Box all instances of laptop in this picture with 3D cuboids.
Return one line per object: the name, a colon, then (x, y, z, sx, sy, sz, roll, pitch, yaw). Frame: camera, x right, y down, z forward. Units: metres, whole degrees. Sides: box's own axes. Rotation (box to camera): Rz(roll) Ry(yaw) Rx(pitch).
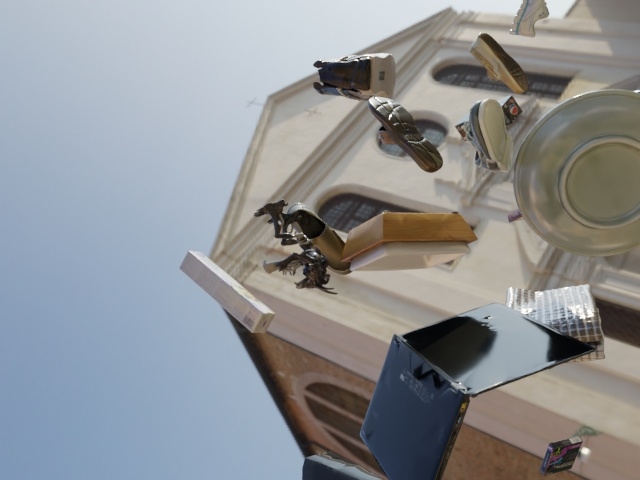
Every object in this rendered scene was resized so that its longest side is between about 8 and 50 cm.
laptop: (0.302, 0.333, 1.317, 0.236, 0.382, 0.408, 18, -86, -14)

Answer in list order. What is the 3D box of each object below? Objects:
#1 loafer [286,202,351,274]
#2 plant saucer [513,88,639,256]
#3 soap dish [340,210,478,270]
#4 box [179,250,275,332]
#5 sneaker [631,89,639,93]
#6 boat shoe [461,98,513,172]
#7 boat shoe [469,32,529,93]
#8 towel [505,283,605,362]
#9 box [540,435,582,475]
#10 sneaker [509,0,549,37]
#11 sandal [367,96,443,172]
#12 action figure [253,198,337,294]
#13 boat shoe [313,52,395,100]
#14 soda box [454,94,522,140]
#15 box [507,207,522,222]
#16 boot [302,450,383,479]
loafer: (0.000, 0.000, 1.711, 0.094, 0.251, 0.087, -47, 2, 0)
plant saucer: (0.655, -0.140, 1.426, 0.100, 0.400, 0.401, -59, -24, -69)
soap dish: (0.228, 0.003, 1.641, 0.290, 0.229, 0.118, 0, -105, -25)
box: (-0.262, 0.139, 1.717, 0.063, 0.324, 0.067, 13, -71, -60)
sneaker: (0.762, -0.307, 1.653, 0.131, 0.296, 0.112, -37, -75, -42)
boat shoe: (0.379, -0.237, 1.449, 0.319, 0.099, 0.116, 26, -105, -62)
boat shoe: (0.327, -0.318, 1.138, 0.050, 0.135, 0.045, -26, -13, -40)
towel: (0.588, 0.205, 1.583, 0.284, 0.235, 0.121, -49, -57, -64)
box: (0.841, 0.755, 2.168, 0.116, 0.029, 0.162, -9, -52, -12)
sneaker: (0.588, -0.643, 1.678, 0.071, 0.082, 0.191, -36, -34, -54)
sandal: (0.154, -0.200, 1.197, 0.090, 0.219, 0.060, -10, -35, -42)
action figure: (-0.067, 0.040, 1.567, 0.141, 0.276, 0.164, -33, -23, 7)
boat shoe: (0.093, -0.423, 1.594, 0.340, 0.158, 0.127, -25, -61, -70)
soda box: (0.430, -0.313, 1.596, 0.060, 0.169, 0.053, -46, -74, -28)
box: (0.577, -0.083, 1.673, 0.137, 0.093, 0.027, 126, 132, -76)
boot: (0.108, 0.769, 1.546, 0.146, 0.445, 0.367, 22, -102, -44)
